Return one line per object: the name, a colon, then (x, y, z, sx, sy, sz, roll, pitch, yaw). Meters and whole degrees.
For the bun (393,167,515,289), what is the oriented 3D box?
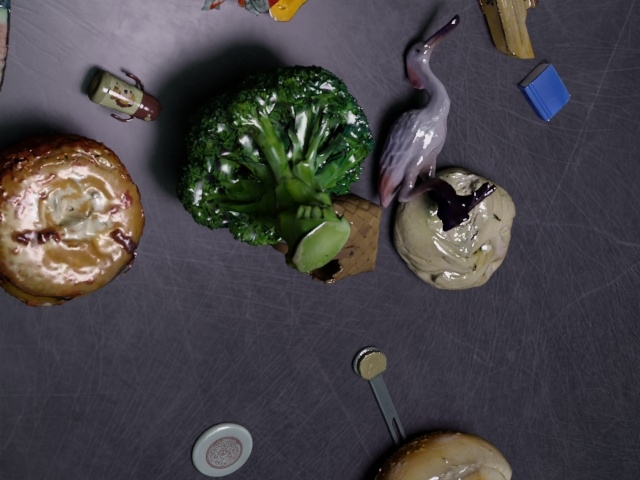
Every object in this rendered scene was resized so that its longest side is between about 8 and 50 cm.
bun: (0.238, -0.014, 1.552, 0.237, 0.116, 0.210, 35, 94, -34)

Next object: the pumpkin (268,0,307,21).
pumpkin: (-0.048, -0.351, 1.314, 0.083, 0.028, 0.050, -42, 122, -13)

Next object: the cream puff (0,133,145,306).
cream puff: (-0.358, -0.029, 1.229, 0.240, 0.164, 0.239, -6, 100, -39)

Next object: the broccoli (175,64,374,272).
broccoli: (-0.043, -0.100, 1.279, 0.298, 0.297, 0.297, -22, 143, -18)

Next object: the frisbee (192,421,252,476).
frisbee: (-0.170, 0.365, 1.586, 0.110, 0.014, 0.110, -11, 117, -22)

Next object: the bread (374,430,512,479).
bread: (0.188, 0.467, 1.705, 0.314, 0.171, 0.192, -43, 131, 1)

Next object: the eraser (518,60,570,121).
eraser: (0.386, -0.256, 1.567, 0.063, 0.027, 0.084, -45, 123, -3)

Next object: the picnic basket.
picnic basket: (0.000, 0.000, 1.434, 0.179, 0.128, 0.137, -12, 115, -40)

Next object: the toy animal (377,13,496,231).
toy animal: (0.164, -0.172, 1.449, 0.090, 0.195, 0.324, -9, 89, -61)

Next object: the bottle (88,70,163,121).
bottle: (-0.267, -0.198, 1.267, 0.101, 0.047, 0.063, 22, 110, -33)

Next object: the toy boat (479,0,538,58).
toy boat: (0.301, -0.390, 1.443, 0.088, 0.068, 0.226, -34, 122, -15)

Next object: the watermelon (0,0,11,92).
watermelon: (-0.490, -0.240, 1.093, 0.318, 0.148, 0.226, -34, 130, -6)

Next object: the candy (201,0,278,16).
candy: (-0.048, -0.391, 1.257, 0.292, 0.059, 0.086, -42, 152, -15)

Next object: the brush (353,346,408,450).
brush: (0.123, 0.303, 1.691, 0.062, 0.027, 0.266, -29, 122, -11)
